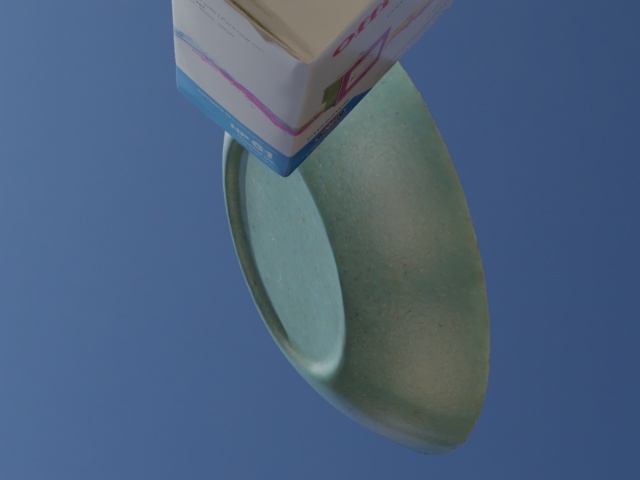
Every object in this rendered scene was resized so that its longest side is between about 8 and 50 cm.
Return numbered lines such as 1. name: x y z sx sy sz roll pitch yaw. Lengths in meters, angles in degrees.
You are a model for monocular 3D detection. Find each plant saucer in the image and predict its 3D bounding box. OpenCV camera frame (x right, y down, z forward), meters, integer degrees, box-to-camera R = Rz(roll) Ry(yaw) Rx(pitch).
1. plant saucer: 0.000 0.000 0.576 0.195 0.037 0.195 50 -30 43

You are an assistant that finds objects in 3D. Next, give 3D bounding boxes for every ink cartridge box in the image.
1. ink cartridge box: 0.003 -0.078 0.423 0.052 0.122 0.088 42 -101 5
